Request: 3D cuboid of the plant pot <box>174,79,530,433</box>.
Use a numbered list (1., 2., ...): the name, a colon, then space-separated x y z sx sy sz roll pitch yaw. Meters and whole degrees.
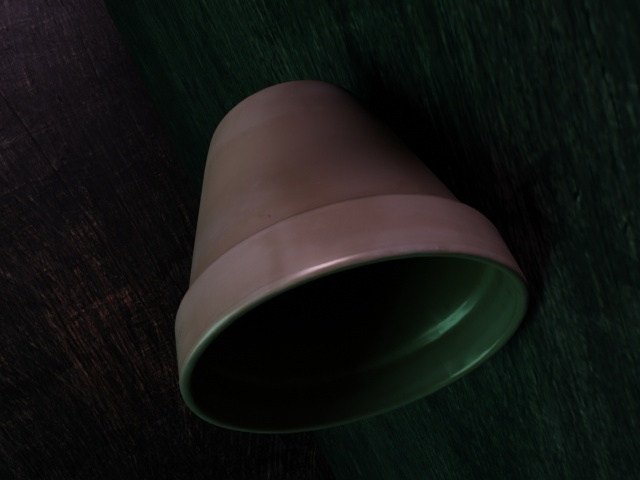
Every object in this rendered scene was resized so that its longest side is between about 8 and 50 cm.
1. plant pot: 0.000 0.000 0.703 0.323 0.324 0.280 83 170 -55
